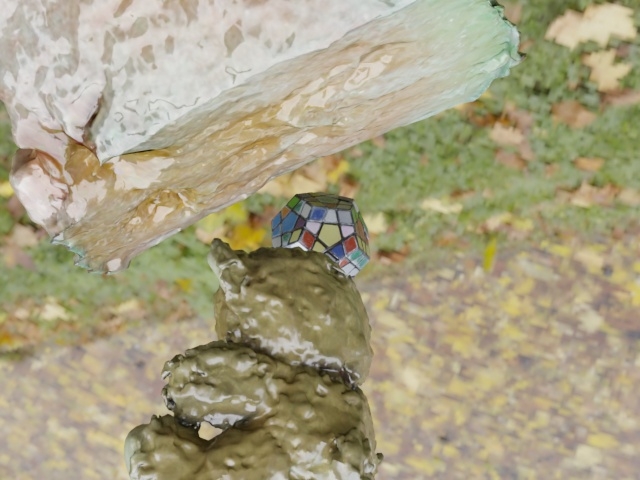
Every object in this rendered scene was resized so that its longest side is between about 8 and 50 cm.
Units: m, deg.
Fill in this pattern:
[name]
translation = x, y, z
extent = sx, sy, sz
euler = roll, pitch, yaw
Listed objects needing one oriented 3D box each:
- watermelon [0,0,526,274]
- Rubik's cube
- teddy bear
[watermelon]
translation = -0.054, -0.117, 0.732
extent = 0.302, 0.151, 0.264
euler = -24, 169, 5
[Rubik's cube]
translation = 0.000, 0.000, 1.385
extent = 0.111, 0.093, 0.111
euler = 22, 140, 20
[teddy bear]
translation = -0.030, 0.122, 1.074
extent = 0.156, 0.256, 0.267
euler = -26, 143, 28
